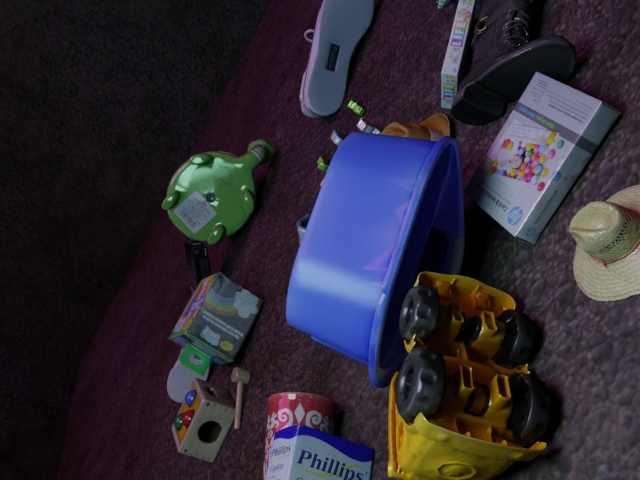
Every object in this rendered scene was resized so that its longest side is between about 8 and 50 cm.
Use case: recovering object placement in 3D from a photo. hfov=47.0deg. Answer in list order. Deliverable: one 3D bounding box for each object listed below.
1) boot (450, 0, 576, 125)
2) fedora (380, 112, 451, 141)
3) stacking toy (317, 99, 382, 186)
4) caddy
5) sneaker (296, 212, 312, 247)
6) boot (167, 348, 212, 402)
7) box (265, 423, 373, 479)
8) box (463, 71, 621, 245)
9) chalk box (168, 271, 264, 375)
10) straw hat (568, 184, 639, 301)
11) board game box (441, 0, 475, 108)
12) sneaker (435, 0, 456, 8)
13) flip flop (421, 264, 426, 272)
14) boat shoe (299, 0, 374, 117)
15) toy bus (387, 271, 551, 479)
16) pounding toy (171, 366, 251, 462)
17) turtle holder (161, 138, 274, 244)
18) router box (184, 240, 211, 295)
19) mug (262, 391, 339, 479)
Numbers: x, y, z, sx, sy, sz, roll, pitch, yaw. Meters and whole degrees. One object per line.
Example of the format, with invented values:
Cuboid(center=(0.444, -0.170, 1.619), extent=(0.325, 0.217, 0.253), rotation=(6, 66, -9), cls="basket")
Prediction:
Cuboid(center=(0.283, -0.308, 1.081), extent=(0.263, 0.091, 0.229), rotation=(-22, 47, 64), cls="boot")
Cuboid(center=(0.140, -0.147, 1.257), extent=(0.194, 0.079, 0.194), rotation=(-49, 27, 35), cls="fedora")
Cuboid(center=(0.048, -0.202, 1.577), extent=(0.167, 0.052, 0.221), rotation=(-57, 22, 19), cls="stacking toy")
Cuboid(center=(0.097, 0.019, 0.974), extent=(0.241, 0.179, 0.341), rotation=(48, -121, -68), cls="caddy")
Cuboid(center=(0.000, 0.000, 1.362), extent=(0.262, 0.125, 0.104), rotation=(-53, 23, 28), cls="sneaker")
Cuboid(center=(-0.298, 0.276, 1.845), extent=(0.258, 0.095, 0.123), rotation=(-63, 2, 14), cls="boot")
Cuboid(center=(-0.006, 0.336, 1.002), extent=(0.072, 0.126, 0.137), rotation=(-39, 33, 51), cls="box")
Cuboid(center=(0.272, -0.108, 0.934), extent=(0.186, 0.038, 0.145), rotation=(-61, 27, 17), cls="box")
Cuboid(center=(-0.248, 0.201, 1.677), extent=(0.132, 0.132, 0.213), rotation=(-22, 36, 61), cls="chalk box")
Cuboid(center=(0.296, -0.010, 0.762), extent=(0.144, 0.061, 0.144), rotation=(-49, 27, 36), cls="straw hat")
Cuboid(center=(0.228, -0.311, 1.220), extent=(0.103, 0.026, 0.154), rotation=(69, -145, -66), cls="board game box")
Cuboid(center=(0.272, -0.472, 1.270), extent=(0.330, 0.147, 0.129), rotation=(-81, -14, -73), cls="sneaker")
Cuboid(center=(0.071, 0.045, 1.190), extent=(0.277, 0.080, 0.112), rotation=(7, 65, 49), cls="flip flop")
Cuboid(center=(0.027, -0.476, 1.845), extent=(0.156, 0.136, 0.367), rotation=(-178, 101, -71), cls="boat shoe")
Cuboid(center=(0.142, 0.178, 0.840), extent=(0.220, 0.149, 0.211), rotation=(-85, 13, -46), cls="toy bus")
Cuboid(center=(-0.232, 0.354, 1.564), extent=(0.206, 0.094, 0.181), rotation=(-65, 21, 2), cls="pounding toy")
Cuboid(center=(-0.289, -0.157, 2.071), extent=(0.227, 0.243, 0.320), rotation=(-95, 23, -82), cls="turtle holder")
Cuboid(center=(-0.335, 0.094, 2.044), extent=(0.133, 0.046, 0.179), rotation=(-160, 62, -68), cls="router box")
Cuboid(center=(-0.027, 0.338, 1.127), extent=(0.113, 0.150, 0.169), rotation=(-8, 56, 22), cls="mug")
